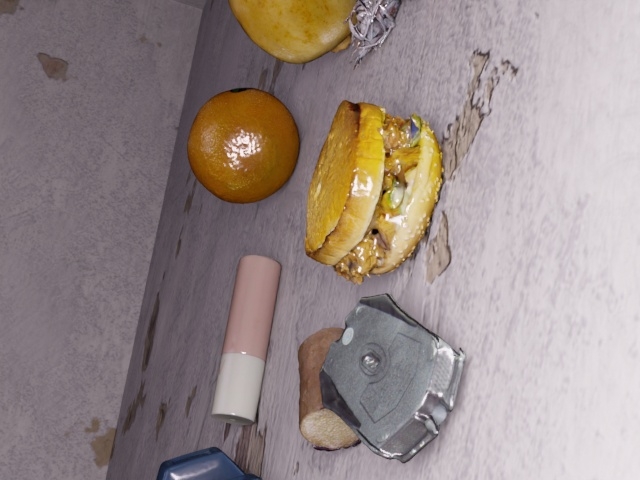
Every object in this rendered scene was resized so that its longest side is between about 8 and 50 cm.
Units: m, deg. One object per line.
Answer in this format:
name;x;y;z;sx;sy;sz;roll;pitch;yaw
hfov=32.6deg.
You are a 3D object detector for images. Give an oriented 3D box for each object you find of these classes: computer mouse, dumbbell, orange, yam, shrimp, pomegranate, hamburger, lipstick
computer mouse;0.075;0.129;1.023;0.126;0.071;0.231;-61;26;1
dumbbell;-0.130;0.361;1.406;0.144;0.160;0.325;-47;10;-14
orange;-0.128;-0.159;1.821;0.206;0.206;0.206;-165;90;-75
yam;0.012;0.160;1.203;0.127;0.084;0.084;-97;26;-49
shrimp;0.067;-0.296;1.462;0.056;0.065;0.165;50;127;44
pomegranate;-0.036;-0.379;1.625;0.233;0.233;0.233;-165;90;-75
hamburger;0.054;-0.045;1.167;0.182;0.118;0.191;131;154;-66
lipstick;-0.114;0.153;1.691;0.070;0.070;0.254;136;146;-64
